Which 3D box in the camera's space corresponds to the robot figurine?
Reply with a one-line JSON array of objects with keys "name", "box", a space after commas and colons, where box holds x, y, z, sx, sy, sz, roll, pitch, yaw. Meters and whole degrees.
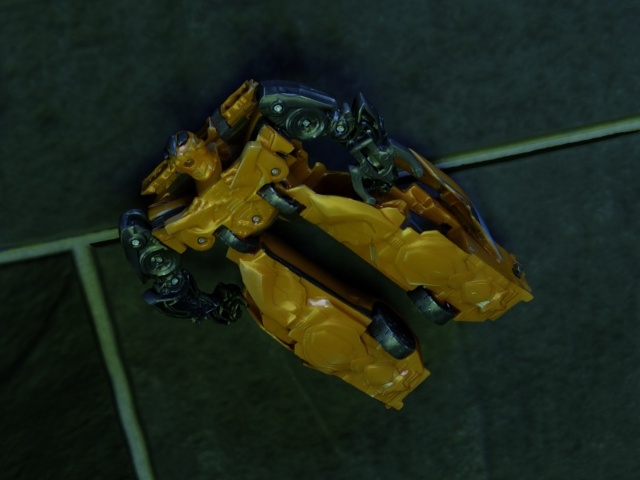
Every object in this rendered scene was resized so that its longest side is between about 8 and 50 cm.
[{"name": "robot figurine", "box": [0.000, 0.000, 1.193, 0.211, 0.085, 0.291, -42, 125, 19]}]
